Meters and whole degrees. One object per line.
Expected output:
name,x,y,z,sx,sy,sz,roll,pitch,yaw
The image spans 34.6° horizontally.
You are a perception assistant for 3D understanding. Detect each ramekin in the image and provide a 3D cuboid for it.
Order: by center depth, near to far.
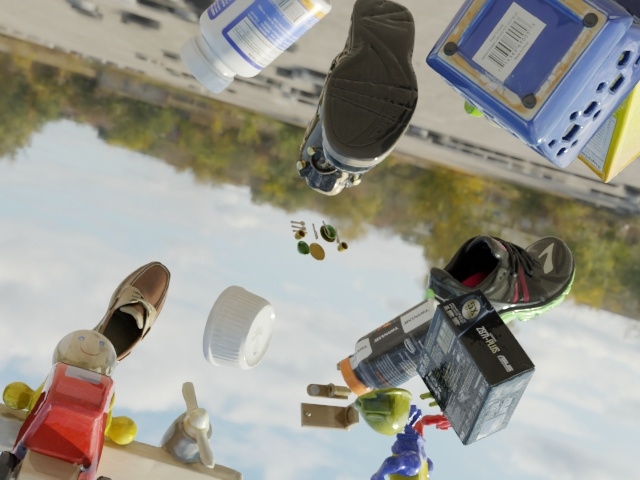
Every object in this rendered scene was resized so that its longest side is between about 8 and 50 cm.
ramekin,-0.196,0.224,2.566,0.109,0.207,0.207,16,-175,20

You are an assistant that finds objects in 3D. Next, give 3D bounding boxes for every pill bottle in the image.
pill bottle,-0.126,-0.400,1.904,0.152,0.272,0.152,46,-163,-19
pill bottle,0.161,0.232,2.146,0.130,0.245,0.130,50,-161,-24

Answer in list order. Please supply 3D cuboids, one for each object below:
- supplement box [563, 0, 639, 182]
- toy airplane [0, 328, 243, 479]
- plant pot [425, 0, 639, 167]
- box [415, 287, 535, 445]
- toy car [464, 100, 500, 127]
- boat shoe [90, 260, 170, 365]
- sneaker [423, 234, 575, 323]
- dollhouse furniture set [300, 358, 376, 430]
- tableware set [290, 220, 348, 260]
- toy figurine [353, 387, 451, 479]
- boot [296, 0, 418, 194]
supplement box,0.493,-0.299,1.699,0.194,0.195,0.356,45,164,24
toy airplane,-0.341,0.257,1.380,0.384,0.273,0.386,-5,149,30
plant pot,0.295,-0.259,1.407,0.236,0.236,0.212,42,-164,20
box,0.220,0.185,1.488,0.077,0.180,0.147,-19,-124,-21
toy car,0.368,-0.332,2.047,0.155,0.149,0.188,11,-135,-21
boat shoe,-0.420,0.172,2.292,0.123,0.324,0.116,40,143,-17
sneaker,0.434,0.077,2.414,0.482,0.202,0.185,-21,-149,-37
dollhouse furniture set,0.039,0.342,2.357,0.123,0.144,0.151,9,152,-24
tableware set,0.000,0.000,2.416,0.154,0.104,0.024,10,147,-39
toy figurine,0.173,0.379,1.714,0.191,0.217,0.362,-4,161,14
boot,0.047,-0.178,1.633,0.138,0.284,0.377,15,-132,-8
